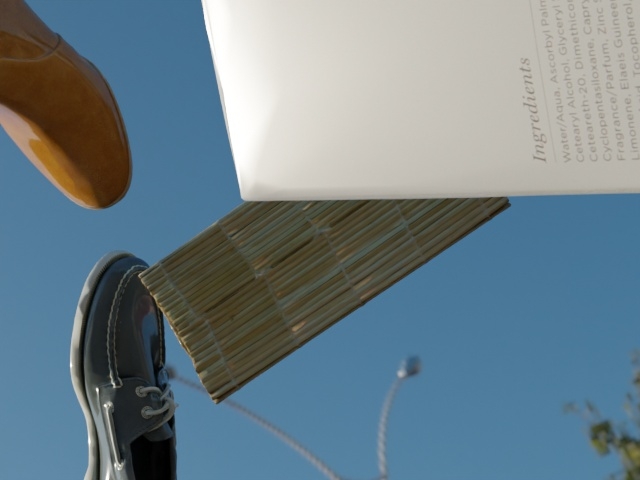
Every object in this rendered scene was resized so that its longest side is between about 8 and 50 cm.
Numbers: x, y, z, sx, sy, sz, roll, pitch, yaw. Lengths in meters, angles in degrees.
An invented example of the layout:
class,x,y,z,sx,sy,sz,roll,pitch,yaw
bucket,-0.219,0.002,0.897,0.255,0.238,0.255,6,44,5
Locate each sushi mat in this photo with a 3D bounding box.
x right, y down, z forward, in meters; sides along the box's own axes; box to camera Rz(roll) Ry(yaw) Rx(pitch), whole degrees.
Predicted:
class,x,y,z,sx,sy,sz,roll,pitch,yaw
sushi mat,0.000,0.000,1.258,0.316,0.151,0.019,-34,-29,4

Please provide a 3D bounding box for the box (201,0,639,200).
class,x,y,z,sx,sy,sz,roll,pitch,yaw
box,0.139,-0.123,0.633,0.215,0.345,0.168,-22,-74,-44

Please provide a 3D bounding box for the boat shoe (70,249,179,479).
class,x,y,z,sx,sy,sz,roll,pitch,yaw
boat shoe,-0.166,0.169,1.362,0.099,0.319,0.116,4,7,34

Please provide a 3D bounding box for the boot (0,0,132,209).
class,x,y,z,sx,sy,sz,roll,pitch,yaw
boot,-0.270,-0.135,1.131,0.104,0.211,0.295,-25,-82,18
